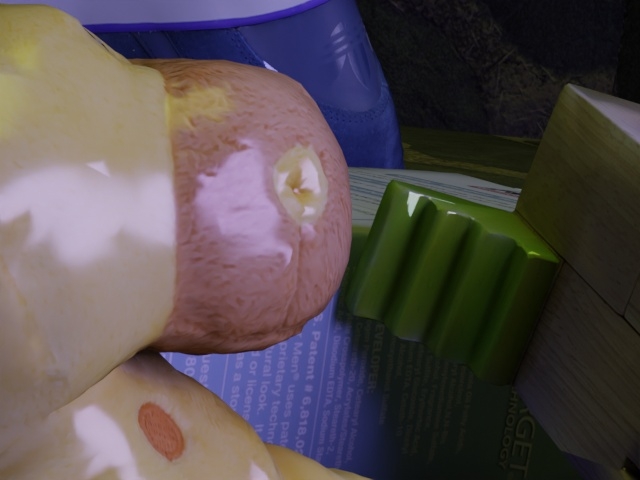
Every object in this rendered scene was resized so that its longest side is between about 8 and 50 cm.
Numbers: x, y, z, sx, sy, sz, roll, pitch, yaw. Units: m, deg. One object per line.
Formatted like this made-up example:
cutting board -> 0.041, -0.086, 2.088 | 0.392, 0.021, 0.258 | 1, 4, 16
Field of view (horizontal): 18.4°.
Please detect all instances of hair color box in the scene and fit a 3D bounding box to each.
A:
hair color box -> -0.009, 0.033, 0.798 | 0.374, 0.113, 0.185 | 0, 11, -45

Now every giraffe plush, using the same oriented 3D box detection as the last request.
giraffe plush -> -0.049, 0.035, 0.366 | 0.181, 0.170, 0.210 | -5, 5, 42

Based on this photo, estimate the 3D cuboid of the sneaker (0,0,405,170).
sneaker -> -0.109, -0.048, 1.035 | 0.323, 0.236, 0.130 | 2, 29, 27

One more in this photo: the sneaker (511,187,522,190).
sneaker -> 0.000, 0.000, 1.183 | 0.292, 0.110, 0.118 | 14, -4, -23

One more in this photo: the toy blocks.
toy blocks -> 0.228, 0.069, 0.615 | 0.381, 0.190, 0.261 | 15, 17, -20
